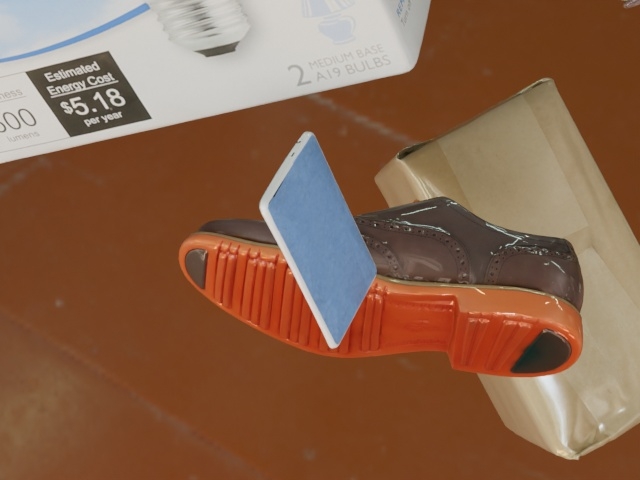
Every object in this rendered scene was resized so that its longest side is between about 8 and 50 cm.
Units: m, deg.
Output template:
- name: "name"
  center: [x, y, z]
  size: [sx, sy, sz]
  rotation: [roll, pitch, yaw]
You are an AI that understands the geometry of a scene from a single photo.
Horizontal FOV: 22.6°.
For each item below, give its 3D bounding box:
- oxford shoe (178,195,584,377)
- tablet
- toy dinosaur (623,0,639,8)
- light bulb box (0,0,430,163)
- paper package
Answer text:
- name: "oxford shoe"
  center: [0.042, 0.019, 1.079]
  size: [0.271, 0.097, 0.098]
  rotation: [12, 54, -2]
- name: "tablet"
  center: [0.000, 0.000, 0.699]
  size: [0.006, 0.083, 0.054]
  rotation: [-3, 39, 32]
- name: "toy dinosaur"
  center: [0.380, -0.213, 1.213]
  size: [0.296, 0.127, 0.200]
  rotation: [6, 9, 14]
- name: "light bulb box"
  center: [-0.143, -0.280, 1.080]
  size: [0.358, 0.361, 0.225]
  rotation: [-11, 41, 23]
- name: "paper package"
  center: [0.205, 0.030, 1.601]
  size: [0.168, 0.324, 0.309]
  rotation: [-28, 0, -4]
